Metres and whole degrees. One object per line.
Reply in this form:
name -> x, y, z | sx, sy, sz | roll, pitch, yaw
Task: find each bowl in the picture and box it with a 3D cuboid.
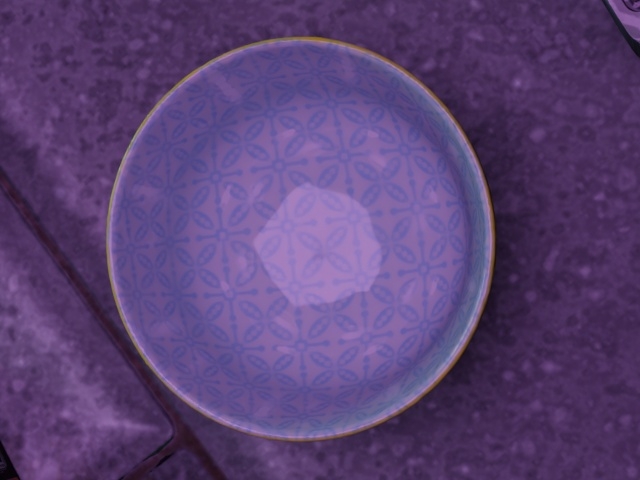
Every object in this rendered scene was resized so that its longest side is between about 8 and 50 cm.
bowl -> 0.000, 0.000, 1.470 | 0.289, 0.156, 0.289 | 0, 89, 13

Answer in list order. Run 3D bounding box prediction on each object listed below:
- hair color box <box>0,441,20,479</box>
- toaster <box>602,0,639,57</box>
hair color box -> -0.297, 0.154, 1.578 | 0.043, 0.072, 0.141 | -31, 83, 11
toaster -> 0.267, -0.230, 1.437 | 0.168, 0.110, 0.185 | -31, 83, 11
